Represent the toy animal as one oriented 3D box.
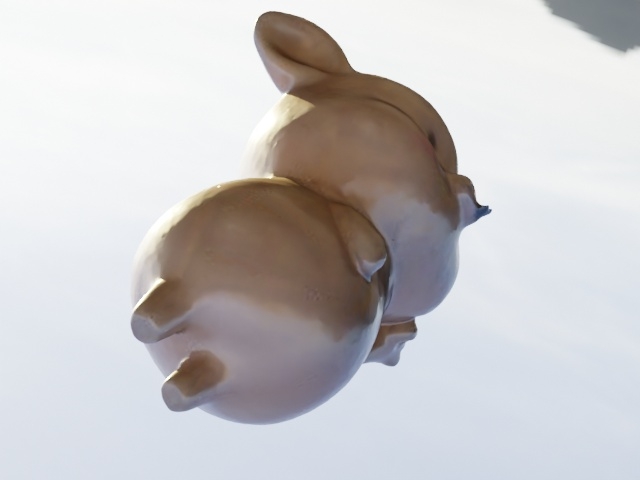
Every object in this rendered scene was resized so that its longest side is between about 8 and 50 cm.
[{"bbox_3d":[-0.006,-0.002,0.469,0.089,0.083,0.150,29,-144,8],"label":"toy animal"}]
